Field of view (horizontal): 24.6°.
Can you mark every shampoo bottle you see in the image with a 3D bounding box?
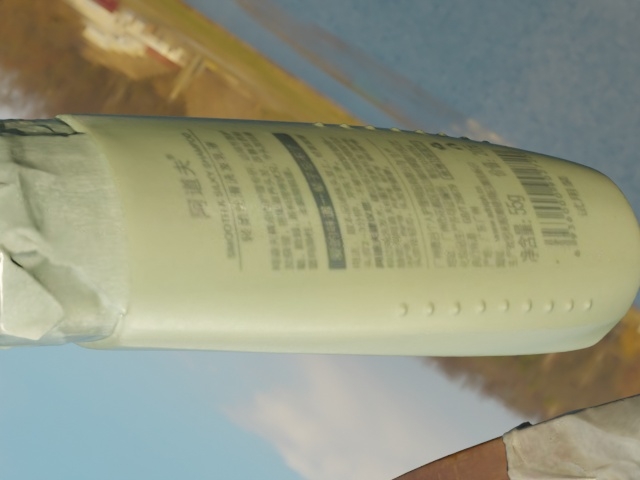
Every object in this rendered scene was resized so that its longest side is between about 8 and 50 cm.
[{"bbox_3d":[0.000,0.000,0.396,0.212,0.049,0.072,2,-123,-36],"label":"shampoo bottle"}]

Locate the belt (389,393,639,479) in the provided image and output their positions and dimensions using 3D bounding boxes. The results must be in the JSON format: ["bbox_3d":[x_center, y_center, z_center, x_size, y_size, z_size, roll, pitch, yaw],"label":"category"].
[{"bbox_3d":[0.167,0.161,0.778,0.217,0.339,0.122,35,-141,-54],"label":"belt"}]
